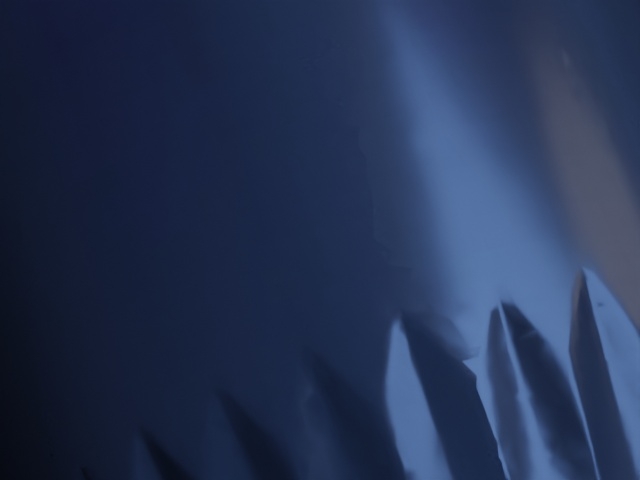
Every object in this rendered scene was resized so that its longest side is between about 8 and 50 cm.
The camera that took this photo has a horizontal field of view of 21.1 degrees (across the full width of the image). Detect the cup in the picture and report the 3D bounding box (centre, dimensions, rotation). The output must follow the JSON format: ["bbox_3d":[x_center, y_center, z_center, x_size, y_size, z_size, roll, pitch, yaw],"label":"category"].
[{"bbox_3d":[0.000,0.000,0.549,0.253,0.253,0.371,2,59,-37],"label":"cup"}]
